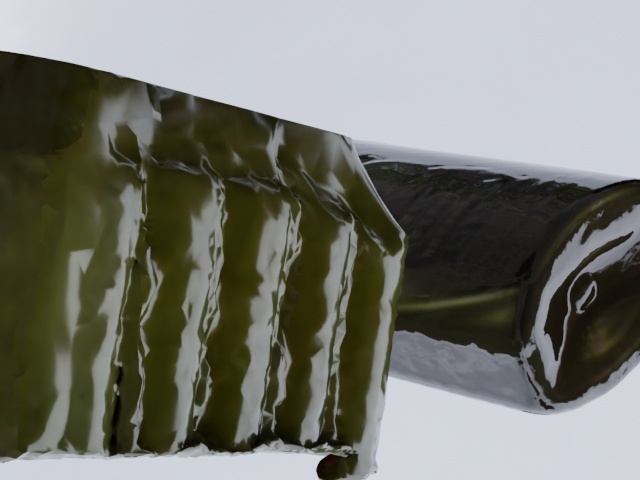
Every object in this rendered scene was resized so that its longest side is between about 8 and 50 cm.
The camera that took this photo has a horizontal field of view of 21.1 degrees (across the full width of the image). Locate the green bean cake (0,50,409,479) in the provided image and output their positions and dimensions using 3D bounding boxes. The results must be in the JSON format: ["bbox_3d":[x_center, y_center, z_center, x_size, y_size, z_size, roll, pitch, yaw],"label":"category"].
[{"bbox_3d":[-0.112,0.005,0.597,0.233,0.236,0.124,8,-90,33],"label":"green bean cake"}]

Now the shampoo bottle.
[{"bbox_3d":[0.000,0.000,0.820,0.125,0.084,0.350,-36,-150,-31],"label":"shampoo bottle"}]
